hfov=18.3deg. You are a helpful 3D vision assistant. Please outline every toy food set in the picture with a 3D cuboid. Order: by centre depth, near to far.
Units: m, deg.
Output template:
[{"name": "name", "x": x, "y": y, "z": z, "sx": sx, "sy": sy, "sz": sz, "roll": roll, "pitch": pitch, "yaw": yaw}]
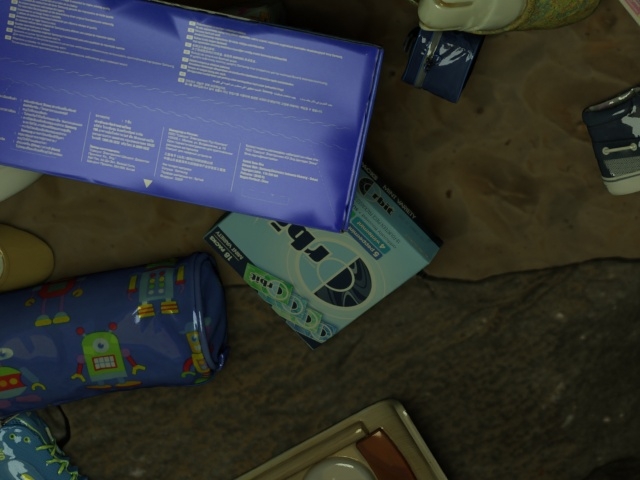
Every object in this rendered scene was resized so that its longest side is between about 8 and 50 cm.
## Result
[{"name": "toy food set", "x": 0.010, "y": 0.318, "z": 1.973, "sx": 0.306, "sy": 0.092, "sz": 0.220, "roll": -30, "pitch": 100, "yaw": 15}]

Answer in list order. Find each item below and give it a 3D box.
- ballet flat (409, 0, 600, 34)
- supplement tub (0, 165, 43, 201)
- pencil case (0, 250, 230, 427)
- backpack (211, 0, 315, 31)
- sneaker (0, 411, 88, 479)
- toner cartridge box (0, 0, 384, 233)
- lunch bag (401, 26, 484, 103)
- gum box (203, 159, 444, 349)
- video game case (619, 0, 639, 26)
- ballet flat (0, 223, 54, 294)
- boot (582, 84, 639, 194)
[{"name": "ballet flat", "x": 0.079, "y": -0.249, "z": 1.733, "sx": 0.348, "sy": 0.123, "sz": 0.123, "roll": 26, "pitch": 109, "yaw": -9}, {"name": "supplement tub", "x": -0.399, "y": -0.172, "z": 1.818, "sx": 0.228, "sy": 0.228, "sz": 0.316, "roll": -19, "pitch": 103, "yaw": 14}, {"name": "pencil case", "x": -0.235, "y": 0.102, "z": 1.931, "sx": 0.306, "sy": 0.119, "sz": 0.133, "roll": -13, "pitch": 102, "yaw": 12}, {"name": "backpack", "x": -0.089, "y": -0.136, "z": 1.814, "sx": 0.188, "sy": 0.166, "sz": 0.144, "roll": -29, "pitch": 98, "yaw": 12}, {"name": "sneaker", "x": -0.280, "y": 0.241, "z": 1.996, "sx": 0.240, "sy": 0.091, "sz": 0.126, "roll": 14, "pitch": 107, "yaw": 5}, {"name": "toner cartridge box", "x": -0.131, "y": -0.121, "z": 1.692, "sx": 0.348, "sy": 0.075, "sz": 0.165, "roll": 12, "pitch": 96, "yaw": -1}, {"name": "lunch bag", "x": 0.109, "y": -0.172, "z": 1.808, "sx": 0.065, "sy": 0.098, "sz": 0.067, "roll": 22, "pitch": 116, "yaw": 5}, {"name": "gum box", "x": 0.000, "y": 0.000, "z": 1.870, "sx": 0.157, "sy": 0.041, "sz": 0.184, "roll": 46, "pitch": 133, "yaw": -7}, {"name": "video game case", "x": 0.323, "y": -0.252, "z": 1.798, "sx": 0.122, "sy": 0.011, "sz": 0.087, "roll": -38, "pitch": 97, "yaw": 17}, {"name": "ballet flat", "x": -0.382, "y": 0.018, "z": 1.953, "sx": 0.232, "sy": 0.073, "sz": 0.080, "roll": 8, "pitch": 108, "yaw": 6}, {"name": "boot", "x": 0.337, "y": -0.109, "z": 1.807, "sx": 0.190, "sy": 0.069, "sz": 0.086, "roll": -19, "pitch": 106, "yaw": 15}]
